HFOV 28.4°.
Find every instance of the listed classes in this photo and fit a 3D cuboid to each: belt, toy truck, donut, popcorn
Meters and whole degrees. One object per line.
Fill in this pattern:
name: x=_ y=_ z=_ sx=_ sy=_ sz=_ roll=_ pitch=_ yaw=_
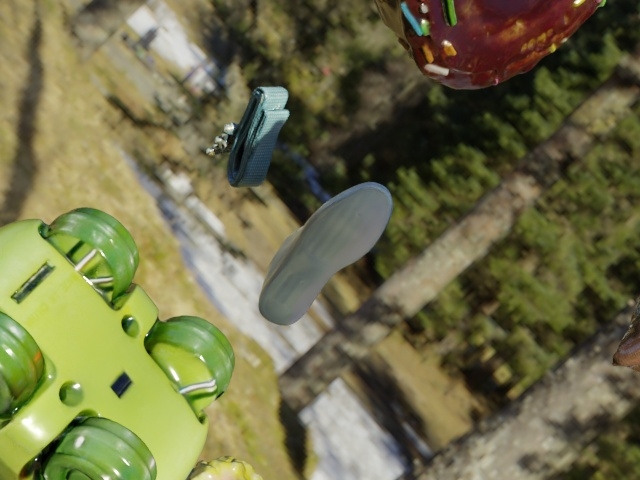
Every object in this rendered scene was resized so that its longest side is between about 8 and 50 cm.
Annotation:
belt: x=-0.100 y=-0.164 z=1.867 sx=0.065 sy=0.179 sz=0.100 roll=-4 pitch=48 yaw=-34
toy truck: x=-0.180 y=0.083 z=0.776 sx=0.148 sy=0.211 sz=0.187 roll=-54 pitch=127 yaw=-45
donut: x=0.129 y=-0.225 z=0.910 sx=0.089 sy=0.235 sz=0.235 roll=40 pitch=2 yaw=38
popcorn: x=-0.119 y=0.326 z=1.486 sx=0.126 sy=0.145 sz=0.125 roll=-12 pitch=-51 yaw=49

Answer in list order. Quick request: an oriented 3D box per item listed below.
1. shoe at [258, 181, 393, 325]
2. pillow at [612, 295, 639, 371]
shoe: x=0.000 y=0.000 z=1.803 sx=0.095 sy=0.265 sz=0.110 roll=35 pitch=22 yaw=-19
pillow: x=0.421 y=0.045 z=1.047 sx=0.305 sy=0.307 sz=0.108 roll=28 pitch=-29 yaw=0
